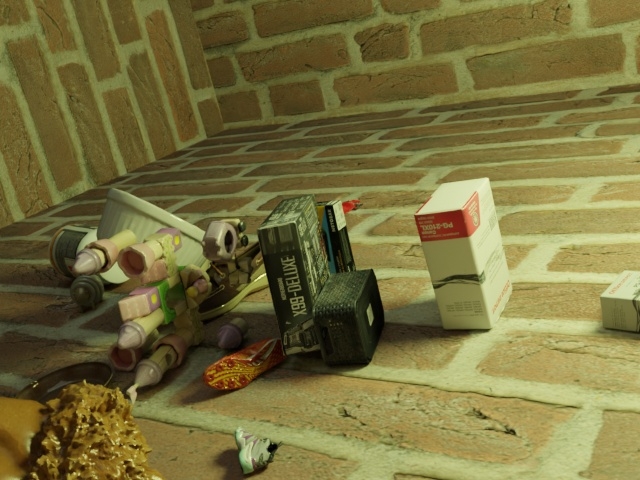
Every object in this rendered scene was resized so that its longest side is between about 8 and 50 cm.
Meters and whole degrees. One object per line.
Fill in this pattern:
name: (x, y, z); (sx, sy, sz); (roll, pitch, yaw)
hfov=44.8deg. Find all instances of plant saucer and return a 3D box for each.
plant saucer: (-0.496, 0.300, 1.509); (0.199, 0.036, 0.198); (-12, 18, 4)

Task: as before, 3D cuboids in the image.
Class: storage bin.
storage bin: (0.056, 0.140, 1.439); (0.084, 0.122, 0.180); (-8, 19, 17)

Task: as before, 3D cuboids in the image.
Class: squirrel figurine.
squirrel figurine: (-0.362, 0.351, 0.908); (0.397, 0.281, 0.370); (-20, 25, -9)

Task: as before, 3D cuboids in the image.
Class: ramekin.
ramekin: (-0.375, -0.003, 1.749); (0.273, 0.273, 0.127); (16, 79, 57)

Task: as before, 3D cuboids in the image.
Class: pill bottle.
pill bottle: (-0.633, 0.040, 2.178); (0.162, 0.162, 0.278); (-28, 23, -37)

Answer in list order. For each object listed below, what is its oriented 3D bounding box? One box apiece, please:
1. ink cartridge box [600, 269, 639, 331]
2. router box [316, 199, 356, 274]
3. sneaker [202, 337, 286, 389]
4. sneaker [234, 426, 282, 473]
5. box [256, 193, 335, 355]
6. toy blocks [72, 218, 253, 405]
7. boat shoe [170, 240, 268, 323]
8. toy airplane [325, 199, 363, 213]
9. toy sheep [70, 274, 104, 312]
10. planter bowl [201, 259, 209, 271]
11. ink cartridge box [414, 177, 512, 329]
ink cartridge box: (0.554, 0.103, 1.281); (0.150, 0.063, 0.109); (4, 26, 43)
router box: (0.000, 0.000, 1.806); (0.133, 0.178, 0.046); (-4, 18, 30)
sneaker: (-0.141, 0.231, 1.439); (0.175, 0.064, 0.067); (-17, 2, -33)
sneaker: (-0.092, 0.312, 1.182); (0.069, 0.038, 0.098); (-14, 28, -7)
box: (-0.039, 0.055, 1.522); (0.077, 0.242, 0.307); (-10, 12, 8)
toy blocks: (-0.310, 0.129, 1.493); (0.309, 0.288, 0.260); (-4, 17, 20)
boat shoe: (-0.220, 0.081, 1.813); (0.342, 0.123, 0.123); (-27, 22, -33)
toy airplane: (0.057, -0.103, 2.311); (0.151, 0.028, 0.151); (-12, 17, 4)
toy sheep: (-0.601, 0.129, 2.008); (0.091, 0.091, 0.132); (-13, 18, 3)
planter bowl: (-0.347, 0.071, 1.924); (0.162, 0.162, 0.109); (-17, 46, -10)
ink cartridge box: (0.270, 0.025, 1.444); (0.100, 0.237, 0.172); (-6, 20, 30)
